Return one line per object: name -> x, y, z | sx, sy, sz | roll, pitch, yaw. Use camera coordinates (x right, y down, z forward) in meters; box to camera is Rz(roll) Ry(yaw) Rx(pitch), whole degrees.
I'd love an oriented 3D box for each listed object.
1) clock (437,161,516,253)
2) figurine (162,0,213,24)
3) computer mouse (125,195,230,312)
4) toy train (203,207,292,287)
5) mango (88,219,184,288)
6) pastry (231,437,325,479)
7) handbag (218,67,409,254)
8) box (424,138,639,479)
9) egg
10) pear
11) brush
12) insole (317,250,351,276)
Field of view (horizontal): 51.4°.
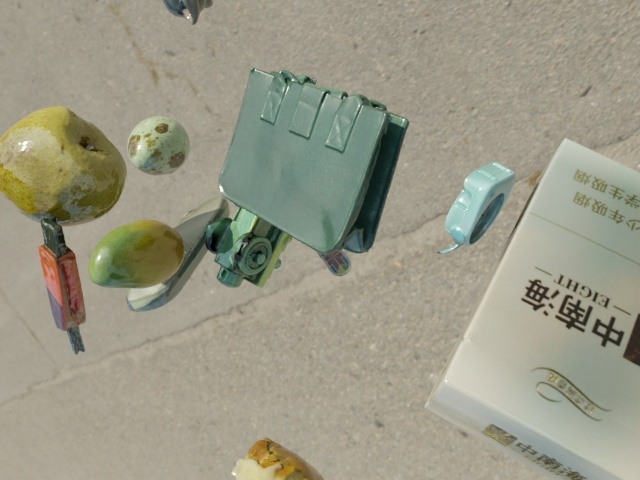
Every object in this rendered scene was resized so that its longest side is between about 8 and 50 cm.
clock -> 0.216, -0.036, 0.942 | 0.045, 0.108, 0.147 | 37, 125, 24
figurine -> -0.360, -0.673, 1.639 | 0.140, 0.193, 0.265 | -4, 113, 6
computer mouse -> -0.326, 0.023, 1.496 | 0.095, 0.330, 0.197 | 43, 149, -25
toy train -> -0.096, -0.060, 1.417 | 0.150, 0.368, 0.237 | 26, 179, 32
mango -> -0.338, 0.030, 1.229 | 0.092, 0.195, 0.130 | 6, 116, 41
pastry -> -0.042, 0.409, 0.886 | 0.171, 0.236, 0.255 | 3, 136, 31
handbag -> -0.021, -0.132, 1.049 | 0.327, 0.089, 0.238 | 31, 109, 42
box -> 0.199, 0.053, 0.494 | 0.155, 0.242, 0.067 | 28, 152, 13
egg -> -0.465, -0.266, 1.893 | 0.169, 0.231, 0.169 | 4, 110, 10
pear -> -0.492, -0.125, 1.246 | 0.211, 0.188, 0.228 | -39, 90, 18
brush -> -0.483, 0.100, 1.249 | 0.070, 0.051, 0.323 | 26, 132, 30
insole -> 0.000, 0.000, 1.491 | 0.193, 0.065, 0.006 | 53, -174, 16
